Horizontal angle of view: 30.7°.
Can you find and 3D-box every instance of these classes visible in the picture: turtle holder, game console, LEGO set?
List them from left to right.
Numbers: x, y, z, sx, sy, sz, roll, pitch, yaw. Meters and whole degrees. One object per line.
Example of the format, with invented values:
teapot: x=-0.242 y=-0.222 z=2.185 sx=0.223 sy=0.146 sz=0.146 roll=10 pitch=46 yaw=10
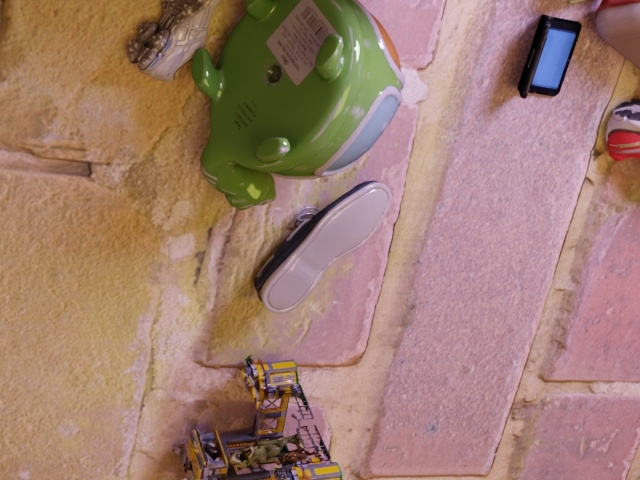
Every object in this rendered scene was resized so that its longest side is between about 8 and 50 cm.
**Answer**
LEGO set: x=-0.110 y=0.344 z=1.749 sx=0.192 sy=0.331 sz=0.255 roll=-4 pitch=136 yaw=-20
turtle holder: x=-0.020 y=-0.174 z=1.557 sx=0.227 sy=0.243 sz=0.320 roll=11 pitch=99 yaw=-52
game console: x=0.351 y=-0.274 z=1.770 sx=0.071 sy=0.107 sz=0.122 roll=15 pitch=109 yaw=1

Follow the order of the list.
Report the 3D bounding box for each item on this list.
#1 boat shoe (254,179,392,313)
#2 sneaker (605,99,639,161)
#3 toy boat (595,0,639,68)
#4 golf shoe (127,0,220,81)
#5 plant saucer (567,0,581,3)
boat shoe: x=0.000 y=0.000 z=1.745 sx=0.095 sy=0.079 sz=0.254 roll=35 pitch=100 yaw=-35
sneaker: x=0.602 y=-0.154 z=1.885 sx=0.279 sy=0.107 sz=0.118 roll=11 pitch=126 yaw=9
toy boat: x=0.539 y=-0.344 z=1.785 sx=0.231 sy=0.151 sz=0.151 roll=27 pitch=76 yaw=-35
golf shoe: x=-0.175 y=-0.287 z=1.547 sx=0.176 sy=0.069 sz=0.086 roll=-45 pitch=143 yaw=6
plant saucer: x=0.464 y=-0.427 z=1.690 sx=0.188 sy=0.188 sz=0.045 roll=-20 pitch=77 yaw=-32
